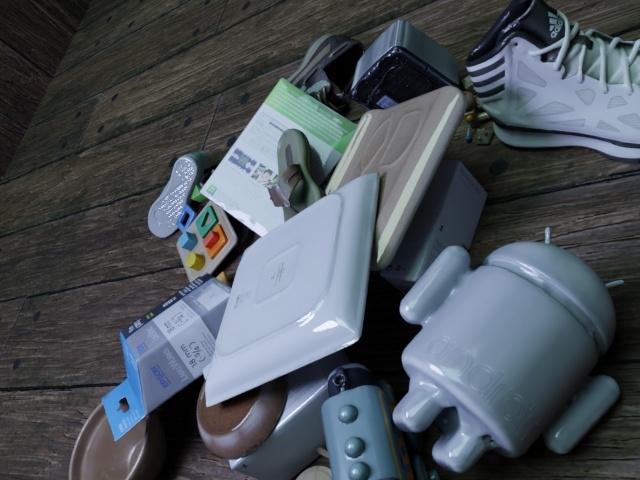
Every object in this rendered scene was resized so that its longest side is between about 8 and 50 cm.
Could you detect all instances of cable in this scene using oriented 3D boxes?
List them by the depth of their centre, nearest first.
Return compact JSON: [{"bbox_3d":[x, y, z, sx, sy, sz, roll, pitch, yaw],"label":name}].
[{"bbox_3d":[-0.203,-0.091,1.660,0.139,0.072,0.287,-29,54,0],"label":"cable"}]

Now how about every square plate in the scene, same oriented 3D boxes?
[{"bbox_3d":[-0.055,0.070,1.099,0.344,0.049,0.347,-30,34,35],"label":"square plate"}]

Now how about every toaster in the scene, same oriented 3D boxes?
[{"bbox_3d":[0.160,-0.329,1.358,0.168,0.186,0.110,-40,30,45],"label":"toaster"}]

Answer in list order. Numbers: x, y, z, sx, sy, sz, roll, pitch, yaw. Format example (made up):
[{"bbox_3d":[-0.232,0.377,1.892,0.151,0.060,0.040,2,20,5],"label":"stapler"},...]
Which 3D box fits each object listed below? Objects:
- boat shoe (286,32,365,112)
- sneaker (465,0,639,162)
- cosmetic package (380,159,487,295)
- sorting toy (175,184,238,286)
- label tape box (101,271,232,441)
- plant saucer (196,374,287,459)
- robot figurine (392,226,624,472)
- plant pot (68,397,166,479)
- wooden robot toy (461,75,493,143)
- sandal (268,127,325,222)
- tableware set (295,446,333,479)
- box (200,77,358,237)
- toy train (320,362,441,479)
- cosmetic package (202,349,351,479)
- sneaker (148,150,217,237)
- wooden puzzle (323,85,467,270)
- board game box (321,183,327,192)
[{"bbox_3d":[-0.008,-0.349,1.589,0.130,0.132,0.355,10,70,47],"label":"boat shoe"},{"bbox_3d":[0.416,-0.257,1.024,0.447,0.257,0.169,5,65,45],"label":"sneaker"},{"bbox_3d":[0.199,-0.013,1.157,0.085,0.117,0.231,6,67,45],"label":"cosmetic package"},{"bbox_3d":[-0.283,0.004,1.601,0.196,0.047,0.347,-52,44,21],"label":"sorting toy"},{"bbox_3d":[-0.308,0.213,1.338,0.334,0.106,0.240,-36,19,-16],"label":"label tape box"},{"bbox_3d":[-0.142,0.260,1.120,0.199,0.036,0.198,-25,47,30],"label":"plant saucer"},{"bbox_3d":[0.252,0.143,0.902,0.353,0.300,0.200,-47,-6,-12],"label":"robot figurine"},{"bbox_3d":[-0.397,0.437,1.381,0.237,0.110,0.237,-23,48,28],"label":"plant pot"},{"bbox_3d":[0.295,-0.267,1.285,0.076,0.079,0.173,-19,50,33],"label":"wooden robot toy"},{"bbox_3d":[-0.066,-0.108,1.347,0.120,0.086,0.302,-47,41,34],"label":"sandal"},{"bbox_3d":[0.034,0.424,1.046,0.194,0.039,0.128,19,63,42],"label":"tableware set"},{"bbox_3d":[-0.084,-0.169,1.493,0.232,0.058,0.322,36,91,17],"label":"box"},{"bbox_3d":[0.083,0.328,0.930,0.142,0.190,0.334,-23,42,12],"label":"toy train"},{"bbox_3d":[-0.062,0.261,1.177,0.224,0.138,0.224,-42,39,11],"label":"cosmetic package"},{"bbox_3d":[-0.367,-0.126,1.813,0.256,0.094,0.151,-58,-2,24],"label":"sneaker"},{"bbox_3d":[0.113,-0.099,1.196,0.322,0.080,0.348,-64,20,-4],"label":"wooden puzzle"},{"bbox_3d":[0.000,0.000,1.384,0.210,0.047,0.160,-53,40,-2],"label":"board game box"}]
